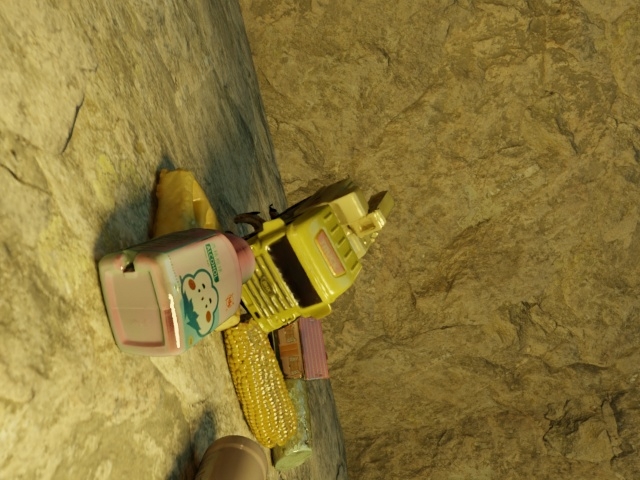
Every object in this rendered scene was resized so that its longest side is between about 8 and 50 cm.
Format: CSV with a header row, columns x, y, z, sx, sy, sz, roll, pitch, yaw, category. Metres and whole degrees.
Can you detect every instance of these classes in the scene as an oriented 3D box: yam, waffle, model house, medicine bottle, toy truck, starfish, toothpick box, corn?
x,y,z,sx,sy,sz,roll,pitch,yaw,category
-0.075,0.452,1.050,0.107,0.108,0.194,75,5,-53,yam
-0.200,0.022,0.723,0.274,0.057,0.167,75,4,-51,waffle
-0.064,0.333,1.306,0.207,0.154,0.293,76,4,-71,model house
-0.158,0.047,0.520,0.188,0.095,0.119,-35,120,-66,medicine bottle
0.000,0.000,0.835,0.180,0.254,0.405,59,27,-7,toy truck
-0.129,0.066,1.000,0.312,0.113,0.303,-93,180,-63,starfish
-0.124,0.331,0.540,0.149,0.099,0.098,-78,157,-85,toothpick box
-0.119,0.292,0.851,0.101,0.102,0.310,-94,169,-71,corn

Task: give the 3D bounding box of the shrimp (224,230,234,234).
x,y,z,sx,sy,sz,roll,pitch,yaw,category
-0.201,0.014,0.991,0.161,0.034,0.091,-86,166,-73,shrimp
